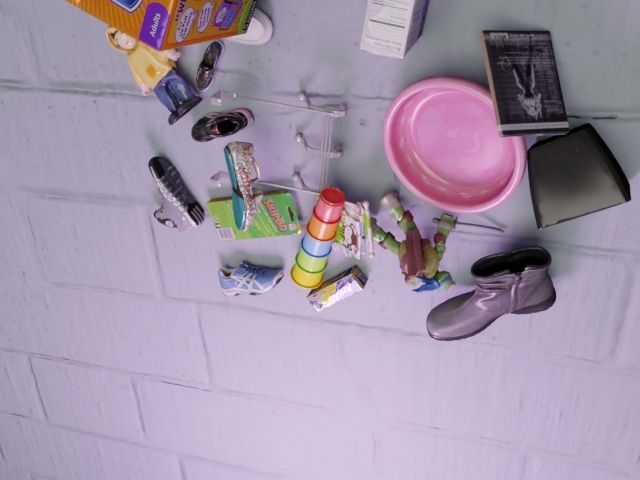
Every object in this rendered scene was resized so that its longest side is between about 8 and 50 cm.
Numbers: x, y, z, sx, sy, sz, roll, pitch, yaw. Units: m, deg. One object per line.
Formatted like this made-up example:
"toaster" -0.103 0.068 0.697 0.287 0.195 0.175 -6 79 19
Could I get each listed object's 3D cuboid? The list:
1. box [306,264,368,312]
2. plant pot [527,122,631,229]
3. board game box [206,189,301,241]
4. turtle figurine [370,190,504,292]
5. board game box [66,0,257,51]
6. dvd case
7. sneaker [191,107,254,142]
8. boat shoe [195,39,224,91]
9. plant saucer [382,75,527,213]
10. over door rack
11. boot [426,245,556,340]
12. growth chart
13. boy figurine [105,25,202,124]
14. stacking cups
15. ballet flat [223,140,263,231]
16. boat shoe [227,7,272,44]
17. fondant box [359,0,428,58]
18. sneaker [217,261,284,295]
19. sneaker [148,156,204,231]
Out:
"box" 0.045 0.134 1.788 0.169 0.054 0.059 -31 104 30
"plant pot" 0.538 -0.147 1.389 0.188 0.187 0.166 -21 95 28
"board game box" -0.179 -0.066 1.773 0.260 0.039 0.124 -4 116 25
"turtle figurine" 0.249 0.009 1.618 0.266 0.275 0.197 46 148 16
"board game box" -0.310 -0.622 1.239 0.356 0.356 0.356 30 119 7
"dvd case" 0.413 -0.319 1.310 0.018 0.165 0.221 151 111 -69
"sneaker" -0.264 -0.293 1.656 0.178 0.077 0.072 -16 109 27
"boat shoe" -0.282 -0.432 1.608 0.049 0.040 0.142 31 123 2
"plant saucer" 0.302 -0.218 1.444 0.332 0.084 0.332 22 135 23
"over door rack" -0.103 -0.243 1.594 0.325 0.108 0.239 7 120 3
"boot" 0.387 0.118 1.549 0.338 0.118 0.222 -24 143 13
"growth chart" 0.062 -0.033 1.642 0.237 0.021 0.171 16 122 55
"boy figurine" -0.418 -0.440 1.623 0.177 0.092 0.285 -24 109 40
"stacking cups" 0.000 0.000 1.660 0.096 0.096 0.316 27 138 5
"ballet flat" -0.178 -0.130 1.566 0.077 0.091 0.240 -18 128 -20
"boat shoe" -0.251 -0.520 1.516 0.277 0.096 0.098 20 122 9
"fondant box" 0.173 -0.550 1.260 0.096 0.238 0.330 17 122 10
"sneaker" -0.204 0.107 1.849 0.211 0.080 0.081 -10 116 23
"sneaker" -0.438 -0.115 1.814 0.132 0.086 0.228 -22 109 31
